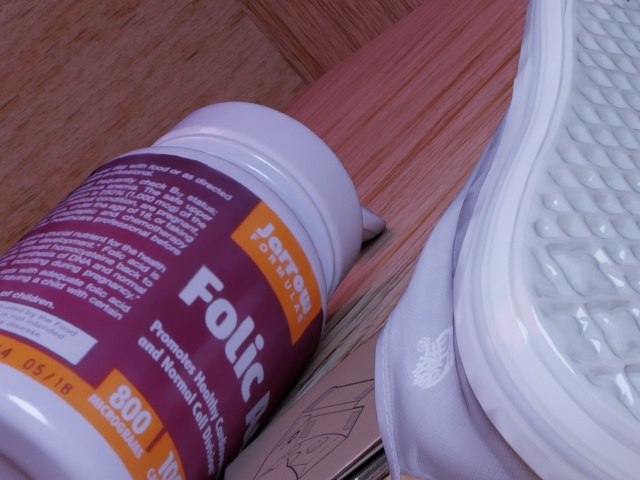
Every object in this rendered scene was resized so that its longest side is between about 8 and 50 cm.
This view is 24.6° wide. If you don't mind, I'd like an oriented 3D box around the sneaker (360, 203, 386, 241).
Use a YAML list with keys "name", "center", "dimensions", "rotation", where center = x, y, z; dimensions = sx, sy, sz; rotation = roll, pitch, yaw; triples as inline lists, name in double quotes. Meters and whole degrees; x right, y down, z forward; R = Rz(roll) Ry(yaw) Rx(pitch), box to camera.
- name: "sneaker"
  center: [0.000, 0.000, 1.404]
  dimensions: [0.094, 0.080, 0.212]
  rotation: [-54, 3, -8]

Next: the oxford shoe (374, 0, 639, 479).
- name: "oxford shoe"
  center: [0.129, -0.011, 0.608]
  dimensions: [0.130, 0.169, 0.449]
  rotation: [-60, -3, 35]

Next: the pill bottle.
- name: "pill bottle"
  center: [-0.131, 0.070, 1.073]
  dimensions: [0.224, 0.224, 0.392]
  rotation: [-33, 12, 42]

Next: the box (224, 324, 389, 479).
- name: "box"
  center: [0.005, 0.121, 0.891]
  dimensions: [0.164, 0.021, 0.201]
  rotation: [-41, 9, 4]
